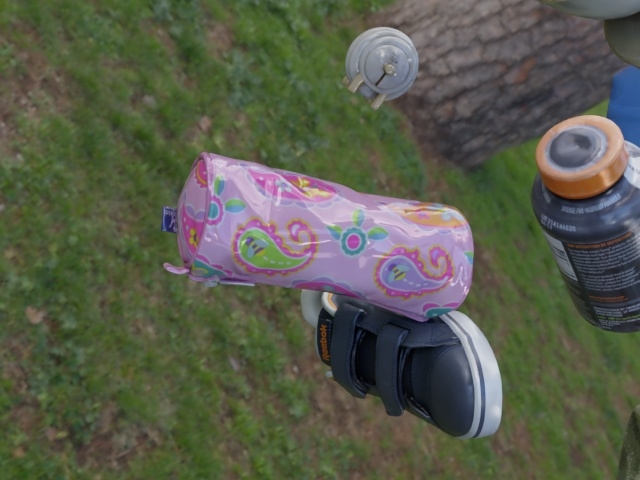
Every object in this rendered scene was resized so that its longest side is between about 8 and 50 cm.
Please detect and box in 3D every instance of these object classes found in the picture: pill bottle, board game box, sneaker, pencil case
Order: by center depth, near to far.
[{"bbox_3d":[0.000,0.000,0.986,0.284,0.124,0.124,10,45,-20],"label":"pencil case"},{"bbox_3d":[0.071,0.117,1.094,0.321,0.127,0.126,-139,-134,-66],"label":"sneaker"},{"bbox_3d":[0.300,-0.019,1.104,0.246,0.130,0.130,56,20,-43],"label":"pill bottle"},{"bbox_3d":[0.470,-0.190,1.461,0.169,0.133,0.033,85,20,-45],"label":"board game box"}]

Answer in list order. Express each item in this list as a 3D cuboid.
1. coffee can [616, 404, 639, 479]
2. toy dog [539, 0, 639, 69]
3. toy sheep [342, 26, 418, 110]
[{"bbox_3d":[0.593,0.364,1.541,0.201,0.275,0.201,10,90,-82],"label":"coffee can"},{"bbox_3d":[0.160,-0.260,0.730,0.333,0.161,0.220,44,20,29],"label":"toy dog"},{"bbox_3d":[0.068,-0.195,1.174,0.091,0.091,0.132,51,5,-20],"label":"toy sheep"}]
